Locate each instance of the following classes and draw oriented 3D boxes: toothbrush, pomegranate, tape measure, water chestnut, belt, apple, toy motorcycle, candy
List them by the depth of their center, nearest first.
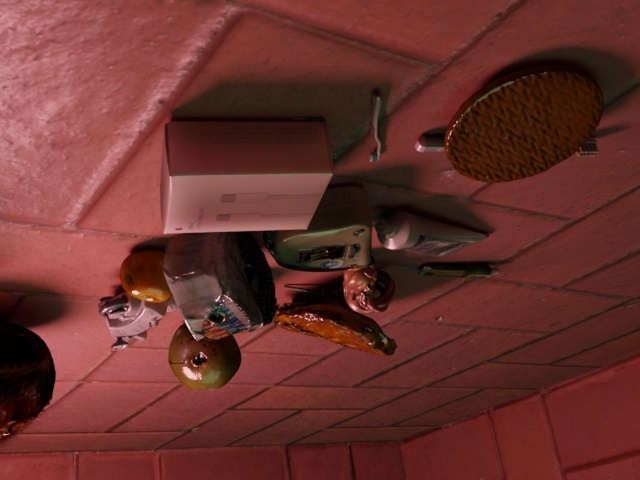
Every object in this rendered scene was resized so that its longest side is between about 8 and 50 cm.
[{"bbox_3d":[0.089,-0.176,1.270,0.022,0.017,0.204,-26,159,-9],"label":"toothbrush"},{"bbox_3d":[0.321,-0.161,1.370,0.342,0.030,0.025,0,151,-16],"label":"toothbrush"},{"bbox_3d":[0.000,0.000,1.521,0.207,0.115,0.235,-11,157,-2],"label":"tape measure"},{"bbox_3d":[-0.185,0.081,1.524,0.150,0.207,0.257,-18,163,14],"label":"belt"},{"bbox_3d":[-0.332,0.070,1.572,0.114,0.102,0.099,8,153,-32],"label":"apple"},{"bbox_3d":[-0.728,0.269,1.685,0.350,0.302,0.350,9,-167,-2],"label":"water chestnut"},{"bbox_3d":[-0.393,0.158,1.761,0.170,0.110,0.260,-17,164,-12],"label":"toy motorcycle"},{"bbox_3d":[0.006,0.124,1.902,0.200,0.061,0.060,11,151,-23],"label":"candy"},{"bbox_3d":[-0.276,0.288,2.000,0.179,0.179,0.210,-16,156,16],"label":"pomegranate"}]

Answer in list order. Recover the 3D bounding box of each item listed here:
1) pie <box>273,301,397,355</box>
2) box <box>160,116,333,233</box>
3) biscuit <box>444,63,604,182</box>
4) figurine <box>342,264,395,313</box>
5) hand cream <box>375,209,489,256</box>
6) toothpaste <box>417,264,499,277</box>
[{"bbox_3d":[0.028,0.201,1.920,0.308,0.086,0.308,14,173,2],"label":"pie"},{"bbox_3d":[-0.122,-0.098,1.269,0.251,0.106,0.203,-1,157,-15],"label":"box"},{"bbox_3d":[0.319,-0.183,1.276,0.261,0.037,0.262,-10,146,-7],"label":"biscuit"},{"bbox_3d":[0.096,0.102,1.790,0.114,0.126,0.157,-56,151,-2],"label":"figurine"},{"bbox_3d":[0.220,-0.010,1.658,0.124,0.078,0.340,-26,159,33],"label":"hand cream"},{"bbox_3d":[0.330,0.072,1.906,0.204,0.032,0.049,1,154,-17],"label":"toothpaste"}]
